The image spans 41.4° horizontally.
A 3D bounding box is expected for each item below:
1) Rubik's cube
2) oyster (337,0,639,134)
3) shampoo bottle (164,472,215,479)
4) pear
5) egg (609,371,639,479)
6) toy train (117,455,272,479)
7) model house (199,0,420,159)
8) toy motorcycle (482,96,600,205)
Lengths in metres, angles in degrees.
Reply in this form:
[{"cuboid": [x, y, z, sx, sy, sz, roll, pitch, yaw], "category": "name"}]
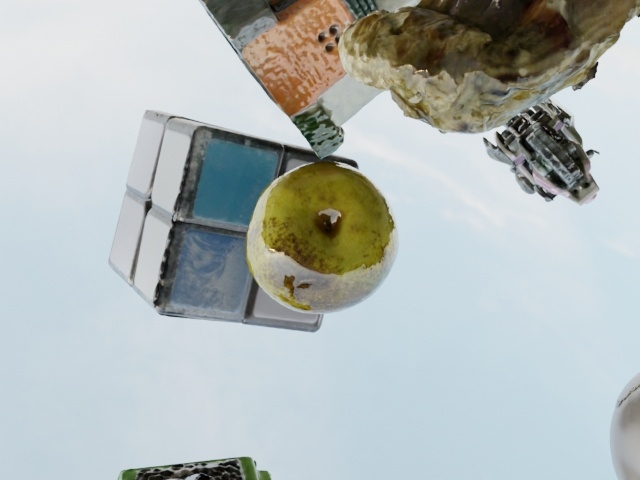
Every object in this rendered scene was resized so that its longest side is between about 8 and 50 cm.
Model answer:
[{"cuboid": [-0.162, -0.037, 1.492, 0.318, 0.316, 0.313, 12, -174, -31], "category": "Rubik's cube"}, {"cuboid": [0.157, -0.200, 0.796, 0.094, 0.294, 0.166, 12, -127, -61], "category": "oyster"}, {"cuboid": [-0.196, 0.360, 1.039, 0.104, 0.104, 0.278, 23, -170, 11], "category": "shampoo bottle"}, {"cuboid": [0.000, 0.000, 1.087, 0.197, 0.197, 0.197, 10, -146, -7], "category": "pear"}, {"cuboid": [0.339, 0.192, 0.764, 0.146, 0.146, 0.198, 14, -153, -2], "category": "egg"}, {"cuboid": [-0.196, 0.493, 1.408, 0.307, 0.248, 0.173, -3, -162, -13], "category": "toy train"}, {"cuboid": [0.025, -0.303, 1.167, 0.301, 0.271, 0.190, -33, -137, 7], "category": "model house"}, {"cuboid": [0.374, -0.134, 1.367, 0.188, 0.143, 0.327, 43, -167, -15], "category": "toy motorcycle"}]
